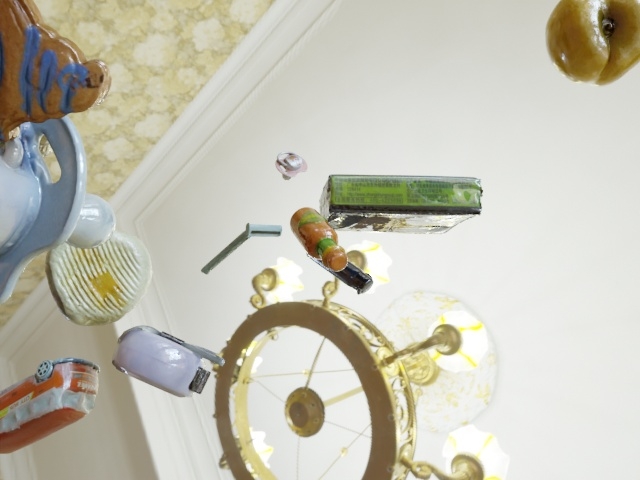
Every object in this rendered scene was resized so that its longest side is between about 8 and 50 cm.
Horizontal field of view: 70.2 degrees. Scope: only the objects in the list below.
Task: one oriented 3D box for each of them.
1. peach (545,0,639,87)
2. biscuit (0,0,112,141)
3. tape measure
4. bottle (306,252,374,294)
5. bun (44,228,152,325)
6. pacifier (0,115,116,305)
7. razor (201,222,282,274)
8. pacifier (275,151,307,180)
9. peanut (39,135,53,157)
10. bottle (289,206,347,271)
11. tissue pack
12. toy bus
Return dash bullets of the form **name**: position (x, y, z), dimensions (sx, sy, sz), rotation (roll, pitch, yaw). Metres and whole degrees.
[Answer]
- **peach**: position (0.490, -0.362, 0.808), dimensions (0.179, 0.103, 0.179), rotation (0, -82, 0)
- **biscuit**: position (-0.364, -0.196, 0.473), dimensions (0.043, 0.280, 0.183), rotation (-97, -160, -60)
- **tape measure**: position (-0.306, 0.239, 0.900), dimensions (0.178, 0.196, 0.105), rotation (-23, -142, 60)
- **bottle**: position (0.066, 0.088, 1.513), dimensions (0.244, 0.082, 0.072), rotation (36, -37, 25)
- **bun**: position (-0.530, 0.075, 1.083), dimensions (0.153, 0.243, 0.244), rotation (174, -81, -65)
- **pacifier**: position (-0.396, -0.049, 0.636), dimensions (0.299, 0.233, 0.244), rotation (-37, -114, 15)
- **razor**: position (-0.174, 0.015, 0.902), dimensions (0.211, 0.084, 0.036), rotation (-29, -110, 36)
- **pacifier**: position (-0.087, -0.198, 1.242), dimensions (0.081, 0.099, 0.078), rotation (45, -41, 15)
- **peanut**: position (-0.599, -0.226, 0.968), dimensions (0.187, 0.082, 0.082), rotation (-25, -109, 50)
- **bottle**: position (0.000, 0.000, 0.828), dimensions (0.069, 0.069, 0.187), rotation (-61, -149, 13)
- **tissue pack**: position (0.201, -0.097, 1.259), dimensions (0.394, 0.288, 0.124), rotation (1, -98, -6)
- **toy bus**: position (-0.587, 0.344, 0.943), dimensions (0.265, 0.121, 0.120), rotation (-27, -127, 9)
